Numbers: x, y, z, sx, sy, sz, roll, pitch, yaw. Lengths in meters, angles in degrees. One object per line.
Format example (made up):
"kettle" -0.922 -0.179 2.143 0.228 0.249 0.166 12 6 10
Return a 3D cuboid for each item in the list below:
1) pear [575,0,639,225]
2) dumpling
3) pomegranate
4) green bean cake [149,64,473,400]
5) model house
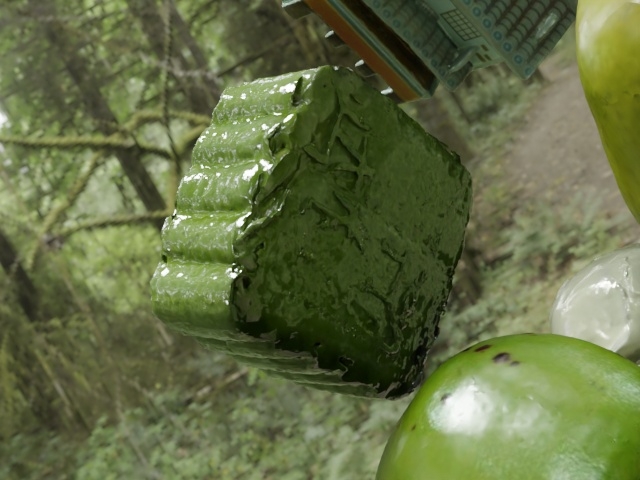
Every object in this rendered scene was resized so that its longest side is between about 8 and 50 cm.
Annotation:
"pear" 0.246 -0.062 0.395 0.253 0.307 0.253 -56 15 23
"dumpling" 0.286 0.095 1.079 0.193 0.147 0.258 -45 -4 40
"pomegranate" 0.121 0.197 0.681 0.236 0.236 0.302 -28 14 50
"green bean cake" 0.000 0.000 0.788 0.113 0.214 0.200 6 70 45
"model house" 0.113 -0.275 1.128 0.215 0.224 0.198 -12 45 47
